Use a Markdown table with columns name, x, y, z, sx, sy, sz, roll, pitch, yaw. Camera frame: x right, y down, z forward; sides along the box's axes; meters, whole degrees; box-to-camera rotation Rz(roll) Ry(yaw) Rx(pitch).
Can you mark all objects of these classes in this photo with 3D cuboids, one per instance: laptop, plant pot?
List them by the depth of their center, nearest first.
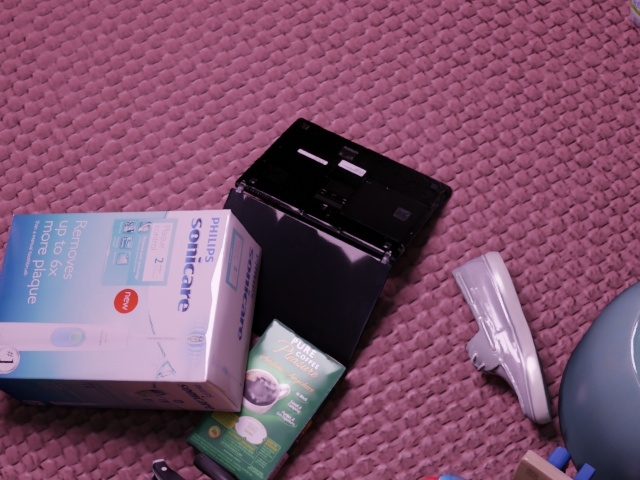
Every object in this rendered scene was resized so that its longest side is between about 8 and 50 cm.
| name | x | y | z | sx | sy | sz | roll | pitch | yaw |
| --- | --- | --- | --- | --- | --- | --- | --- | --- | --- |
| plant pot | 0.419 | 0.159 | 1.387 | 0.293 | 0.235 | 0.293 | -2 | 67 | 5 |
| laptop | 0.000 | 0.000 | 1.621 | 0.234 | 0.136 | 0.264 | 26 | 47 | 15 |

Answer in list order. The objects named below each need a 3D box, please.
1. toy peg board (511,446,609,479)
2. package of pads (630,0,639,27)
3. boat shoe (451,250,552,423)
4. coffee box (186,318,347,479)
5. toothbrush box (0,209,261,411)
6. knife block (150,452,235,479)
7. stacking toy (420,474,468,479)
| name | x | y | z | sx | sy | sz | roll | pitch | yaw |
| --- | --- | --- | --- | --- | --- | --- | --- | --- | --- |
| toy peg board | 0.294 | 0.294 | 1.394 | 0.161 | 0.160 | 0.079 | 34 | 59 | 18 |
| package of pads | 0.587 | -0.320 | 1.644 | 0.296 | 0.101 | 0.229 | -38 | 67 | -9 |
| boat shoe | 0.214 | 0.123 | 1.517 | 0.081 | 0.079 | 0.227 | -20 | 61 | 8 |
| coffee box | -0.063 | 0.200 | 1.522 | 0.113 | 0.040 | 0.184 | 32 | 79 | 16 |
| toothbrush box | -0.236 | 0.086 | 1.525 | 0.296 | 0.126 | 0.216 | 0 | 67 | 17 |
| knife block | -0.075 | 0.327 | 1.355 | 0.088 | 0.276 | 0.242 | -21 | 87 | -40 |
| stacking toy | 0.024 | 0.335 | 1.421 | 0.302 | 0.166 | 0.175 | 5 | 77 | 24 |
